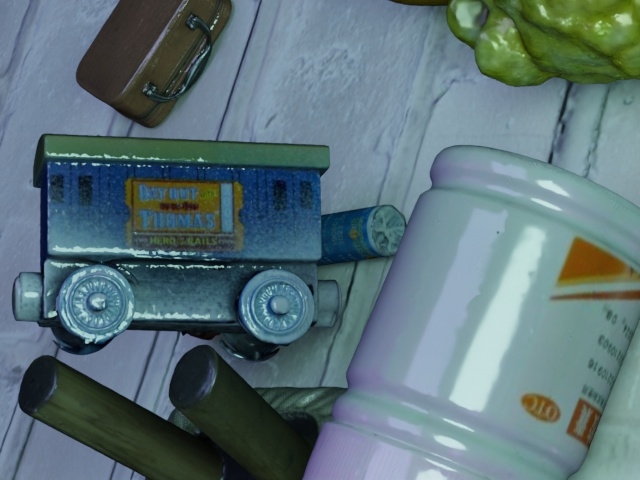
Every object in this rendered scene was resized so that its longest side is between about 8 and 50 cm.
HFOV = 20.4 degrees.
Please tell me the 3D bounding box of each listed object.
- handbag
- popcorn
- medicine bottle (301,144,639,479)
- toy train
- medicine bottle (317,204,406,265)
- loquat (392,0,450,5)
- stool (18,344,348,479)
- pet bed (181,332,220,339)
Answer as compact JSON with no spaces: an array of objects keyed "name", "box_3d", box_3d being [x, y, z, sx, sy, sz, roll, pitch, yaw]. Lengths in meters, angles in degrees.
[{"name":"handbag","box_3d":[-0.190,-0.233,2.067,0.193,0.072,0.151,-56,38,3]},{"name":"popcorn","box_3d":[0.232,-0.238,1.482,0.250,0.235,0.241,-133,51,-69]},{"name":"medicine bottle","box_3d":[0.127,0.104,1.402,0.202,0.202,0.316,14,78,51]},{"name":"toy train","box_3d":[-0.127,0.003,1.620,0.131,0.300,0.202,141,129,-72]},{"name":"medicine bottle","box_3d":[0.000,0.000,1.728,0.191,0.051,0.051,-9,61,44]},{"name":"loquat","box_3d":[0.104,-0.337,1.683,0.244,0.244,0.244,-26,50,36]},{"name":"stool","box_3d":[-0.127,0.249,1.579,0.310,0.226,0.310,-7,63,44]},{"name":"pet bed","box_3d":[-0.112,-0.002,1.791,0.201,0.053,0.201,-173,90,-76]}]
